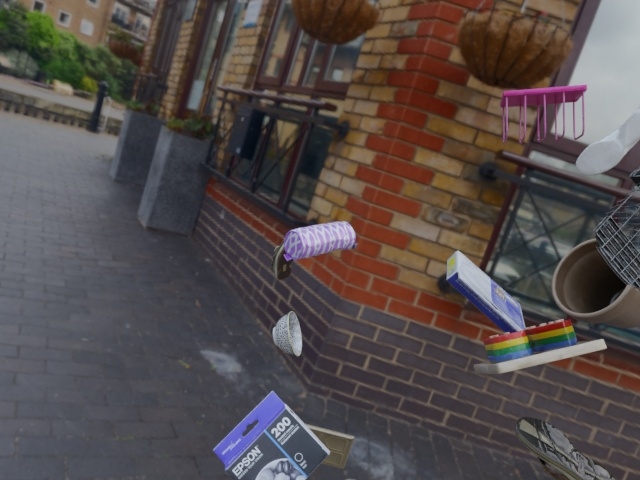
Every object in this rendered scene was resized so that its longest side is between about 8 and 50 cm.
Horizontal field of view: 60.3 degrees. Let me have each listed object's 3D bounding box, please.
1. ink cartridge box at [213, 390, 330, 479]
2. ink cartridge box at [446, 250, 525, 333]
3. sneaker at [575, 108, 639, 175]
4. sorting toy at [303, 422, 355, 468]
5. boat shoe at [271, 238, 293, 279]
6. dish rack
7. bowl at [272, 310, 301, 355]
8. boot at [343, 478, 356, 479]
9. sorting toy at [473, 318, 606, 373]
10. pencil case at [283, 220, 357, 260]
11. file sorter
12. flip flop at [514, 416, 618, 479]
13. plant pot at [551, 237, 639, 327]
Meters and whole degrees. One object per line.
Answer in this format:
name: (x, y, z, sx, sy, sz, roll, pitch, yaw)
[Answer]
ink cartridge box: (-0.120, 0.507, 1.318, 0.208, 0.206, 0.045, 43, -10, 14)
ink cartridge box: (0.551, 0.192, 1.843, 0.303, 0.072, 0.307, 42, 23, 0)
sneaker: (0.757, -0.245, 1.409, 0.080, 0.212, 0.094, 53, 30, 11)
sorting toy: (-0.044, 0.725, 1.993, 0.307, 0.229, 0.041, 14, 40, 2)
boat shoe: (-0.164, 0.060, 2.309, 0.095, 0.257, 0.095, -16, 57, -29)
dish rack: (0.760, -0.023, 1.300, 0.208, 0.271, 0.074, 49, -13, -3)
bowl: (-0.132, 0.358, 2.091, 0.080, 0.170, 0.170, -10, 4, 11)
boot: (0.030, 0.520, 1.089, 0.106, 0.114, 0.037, -15, 34, -5)
sorting toy: (0.532, 0.265, 1.395, 0.257, 0.089, 0.255, -13, -14, 0)
pencil case: (0.000, 0.000, 1.486, 0.206, 0.088, 0.086, -8, 55, -39)
file sorter: (0.856, -0.477, 2.134, 0.291, 0.182, 0.202, -1, 1, 15)
flip flop: (0.579, 0.531, 1.307, 0.277, 0.080, 0.112, 35, 35, 9)
plant pot: (0.882, 0.154, 1.673, 0.229, 0.263, 0.263, 30, 3, -27)
